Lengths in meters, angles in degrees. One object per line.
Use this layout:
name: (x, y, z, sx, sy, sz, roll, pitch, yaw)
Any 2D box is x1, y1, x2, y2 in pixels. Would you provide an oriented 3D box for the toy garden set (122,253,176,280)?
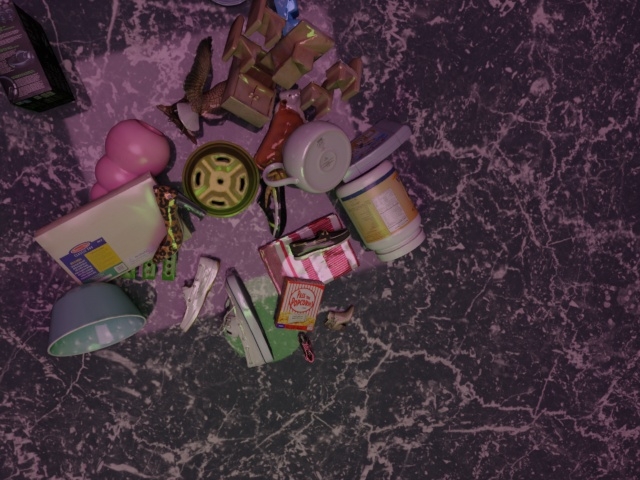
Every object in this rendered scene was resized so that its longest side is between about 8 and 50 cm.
toy garden set: (-0.632, 0.032, 1.831, 0.244, 0.049, 0.203, 5, 99, -10)

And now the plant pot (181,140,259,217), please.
plant pot: (-0.336, -0.202, 1.744, 0.276, 0.254, 0.276, -1, 98, -9)

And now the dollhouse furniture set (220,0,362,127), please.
dollhouse furniture set: (-0.123, -0.565, 1.610, 0.362, 0.394, 0.256, 24, 60, -32)

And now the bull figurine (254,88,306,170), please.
bull figurine: (-0.112, -0.374, 1.837, 0.188, 0.101, 0.310, 27, 94, -15)

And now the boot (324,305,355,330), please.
boot: (0.070, 0.291, 1.993, 0.087, 0.042, 0.118, 25, 92, -10)

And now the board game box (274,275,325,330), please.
board game box: (-0.079, 0.237, 1.931, 0.147, 0.045, 0.193, 8, 106, -20)

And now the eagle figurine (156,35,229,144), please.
eagle figurine: (-0.391, -0.497, 1.731, 0.298, 0.226, 0.225, -41, 82, 3)

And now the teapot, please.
teapot: (-0.038, -0.282, 1.711, 0.256, 0.187, 0.252, 3, 110, -45)

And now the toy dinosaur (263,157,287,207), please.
toy dinosaur: (-0.151, -0.215, 1.782, 0.211, 0.064, 0.112, -45, 112, 4)

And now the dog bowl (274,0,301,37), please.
dog bowl: (-0.101, -0.749, 1.764, 0.074, 0.166, 0.297, -14, 100, 4)

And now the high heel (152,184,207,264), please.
high heel: (-0.515, -0.053, 1.671, 0.186, 0.093, 0.261, 36, 102, -30)

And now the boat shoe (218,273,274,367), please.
boat shoe: (-0.304, 0.307, 1.892, 0.156, 0.136, 0.367, -21, 111, -3)

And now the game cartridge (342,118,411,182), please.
game cartridge: (0.169, -0.324, 1.845, 0.297, 0.198, 0.062, -37, 114, -4)

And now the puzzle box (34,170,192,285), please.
puzzle box: (-0.668, -0.023, 1.704, 0.409, 0.052, 0.272, -28, 131, -4)

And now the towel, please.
towel: (-0.040, 0.067, 1.945, 0.329, 0.037, 0.237, -26, 102, -6)

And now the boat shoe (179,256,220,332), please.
boat shoe: (-0.454, 0.189, 1.861, 0.096, 0.098, 0.277, 24, 84, -12)

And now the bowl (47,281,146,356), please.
bowl: (-0.762, 0.249, 1.733, 0.311, 0.311, 0.163, -24, 73, -6)

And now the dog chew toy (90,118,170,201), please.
dog chew toy: (-0.644, -0.231, 1.720, 0.207, 0.206, 0.332, 32, 99, -13)

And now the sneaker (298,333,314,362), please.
sneaker: (-0.051, 0.412, 1.980, 0.047, 0.057, 0.119, -22, 100, -5)

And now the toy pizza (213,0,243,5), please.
toy pizza: (-0.318, -0.901, 1.764, 0.201, 0.032, 0.201, -1, 97, -9)

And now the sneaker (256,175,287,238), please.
sneaker: (-0.180, -0.125, 1.886, 0.097, 0.084, 0.234, 1, 97, 14)

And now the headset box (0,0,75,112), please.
headset box: (-0.908, -0.560, 1.596, 0.131, 0.246, 0.283, -22, 102, -7)

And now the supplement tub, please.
supplement tub: (0.220, -0.106, 1.869, 0.228, 0.228, 0.316, -32, 102, -4)

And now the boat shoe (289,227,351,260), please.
boat shoe: (0.000, 0.000, 1.883, 0.228, 0.081, 0.068, -23, 108, -6)
